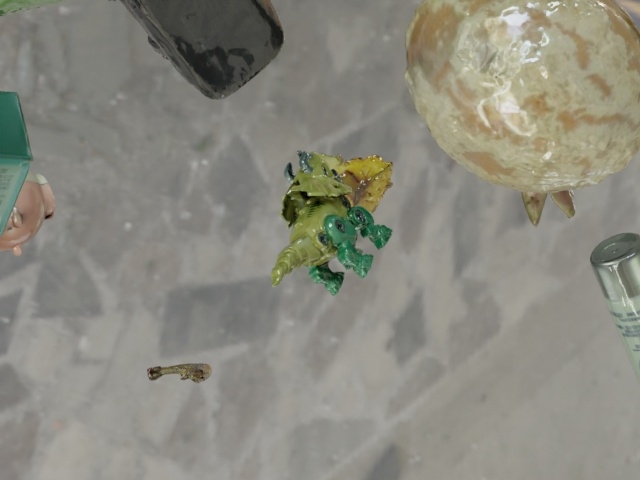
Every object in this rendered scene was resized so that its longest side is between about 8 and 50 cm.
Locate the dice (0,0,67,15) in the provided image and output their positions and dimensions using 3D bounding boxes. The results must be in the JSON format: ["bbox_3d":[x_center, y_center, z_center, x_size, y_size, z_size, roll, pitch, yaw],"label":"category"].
[{"bbox_3d":[-0.199,-0.361,1.191,0.318,0.330,0.322,-20,106,-28],"label":"dice"}]

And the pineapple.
[{"bbox_3d":[0.035,-0.085,2.113,0.077,0.114,0.114,-27,147,-61],"label":"pineapple"}]

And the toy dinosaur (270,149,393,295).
[{"bbox_3d":[0.000,0.000,1.811,0.153,0.094,0.259,42,36,-17],"label":"toy dinosaur"}]

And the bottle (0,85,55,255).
[{"bbox_3d":[-0.421,-0.088,1.826,0.147,0.236,0.147,-28,158,-12],"label":"bottle"}]

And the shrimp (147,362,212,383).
[{"bbox_3d":[-0.188,0.182,2.012,0.091,0.127,0.025,-2,90,-13],"label":"shrimp"}]

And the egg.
[{"bbox_3d":[0.190,-0.148,1.349,0.245,0.203,0.203,27,75,-12],"label":"egg"}]

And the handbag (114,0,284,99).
[{"bbox_3d":[-0.172,-0.328,1.945,0.181,0.181,0.254,-41,131,-1],"label":"handbag"}]

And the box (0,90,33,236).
[{"bbox_3d":[-0.421,-0.072,1.443,0.245,0.092,0.153,3,142,-29],"label":"box"}]

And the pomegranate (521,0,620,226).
[{"bbox_3d":[0.271,-0.200,1.963,0.291,0.291,0.323,-38,155,-45],"label":"pomegranate"}]

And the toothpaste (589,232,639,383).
[{"bbox_3d":[0.232,0.102,0.940,0.239,0.062,0.039,62,30,-20],"label":"toothpaste"}]
